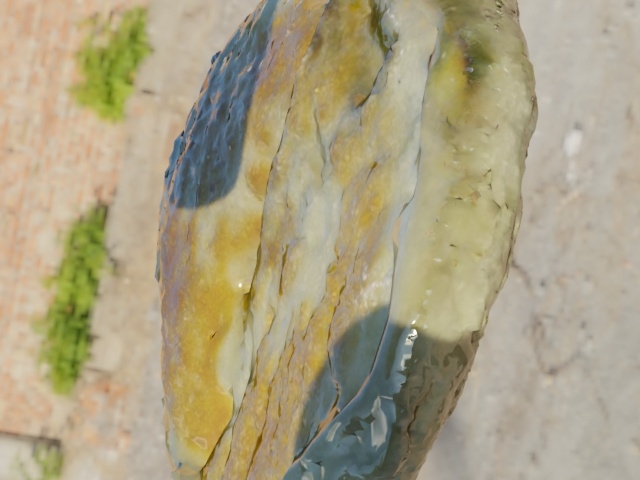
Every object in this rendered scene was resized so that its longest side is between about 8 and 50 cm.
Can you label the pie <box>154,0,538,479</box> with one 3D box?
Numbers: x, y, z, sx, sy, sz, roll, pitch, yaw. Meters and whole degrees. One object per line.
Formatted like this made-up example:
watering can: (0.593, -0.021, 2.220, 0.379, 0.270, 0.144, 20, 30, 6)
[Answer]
pie: (-0.001, 0.000, 0.701, 0.339, 0.077, 0.339, -40, 43, 52)
